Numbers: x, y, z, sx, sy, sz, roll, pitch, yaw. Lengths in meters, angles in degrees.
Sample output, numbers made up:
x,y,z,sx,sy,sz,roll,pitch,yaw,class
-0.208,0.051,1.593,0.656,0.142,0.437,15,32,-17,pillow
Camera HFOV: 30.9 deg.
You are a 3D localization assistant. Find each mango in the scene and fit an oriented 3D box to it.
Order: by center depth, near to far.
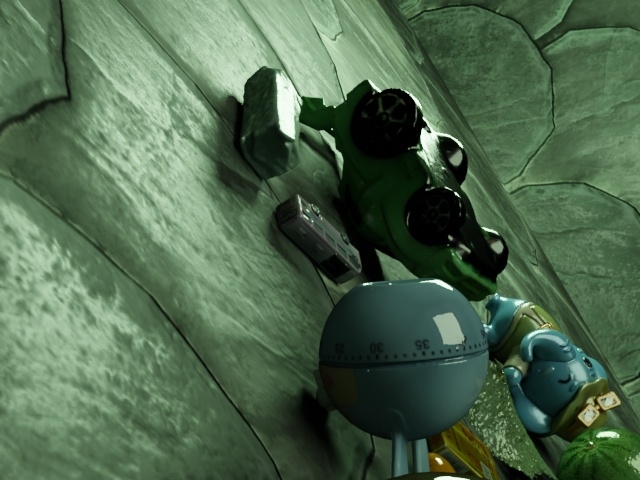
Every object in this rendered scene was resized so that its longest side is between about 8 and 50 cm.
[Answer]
x,y,z,sx,sy,sz,roll,pitch,yaw,class
0.120,0.250,1.200,0.060,0.046,0.089,57,2,-7,mango

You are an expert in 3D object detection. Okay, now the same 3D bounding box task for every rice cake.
x,y,z,sx,sy,sz,roll,pitch,yaw,class
-0.058,-0.143,1.393,0.069,0.063,0.206,56,15,-28,rice cake

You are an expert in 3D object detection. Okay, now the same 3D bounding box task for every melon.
x,y,z,sx,sy,sz,roll,pitch,yaw,class
0.454,0.397,1.675,0.288,0.182,0.182,53,16,-13,melon

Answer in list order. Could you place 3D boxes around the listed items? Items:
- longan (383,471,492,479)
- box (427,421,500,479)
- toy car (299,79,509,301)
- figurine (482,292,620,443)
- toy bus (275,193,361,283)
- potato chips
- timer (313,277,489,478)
x,y,z,sx,sy,sz,roll,pitch,yaw,class
0.095,0.263,0.769,0.248,0.248,0.248,51,16,-21,longan
0.168,0.250,1.384,0.156,0.022,0.089,44,21,-40,box
0.114,-0.070,1.596,0.213,0.176,0.359,30,35,-58,toy car
0.346,0.207,1.840,0.262,0.154,0.180,41,23,7,figurine
0.000,0.000,1.337,0.130,0.037,0.052,44,22,-38,toy bus
0.255,0.252,1.587,0.228,0.059,0.167,35,37,-54,potato chips
0.062,0.154,1.085,0.175,0.255,0.175,17,9,-3,timer
